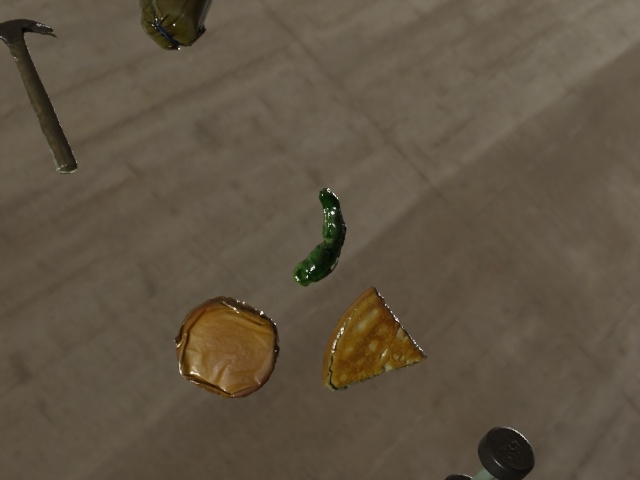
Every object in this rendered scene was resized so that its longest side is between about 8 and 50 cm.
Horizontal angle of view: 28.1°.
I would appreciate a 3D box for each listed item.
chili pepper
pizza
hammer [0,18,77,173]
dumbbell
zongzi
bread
[{"bbox_3d":[0.007,0.000,2.292,0.050,0.073,0.182,-131,58,-82],"label":"chili pepper"},{"bbox_3d":[0.093,0.155,2.009,0.176,0.036,0.185,3,-66,-25],"label":"pizza"},{"bbox_3d":[-0.436,-0.225,1.975,0.125,0.297,0.027,-18,-26,-15],"label":"hammer"},{"bbox_3d":[0.288,0.418,2.252,0.100,0.100,0.191,-36,-15,-50],"label":"dumbbell"},{"bbox_3d":[-0.296,-0.434,2.220,0.289,0.123,0.260,-4,59,40],"label":"zongzi"},{"bbox_3d":[-0.173,0.201,2.415,0.199,0.199,0.104,-42,-3,-5],"label":"bread"}]
